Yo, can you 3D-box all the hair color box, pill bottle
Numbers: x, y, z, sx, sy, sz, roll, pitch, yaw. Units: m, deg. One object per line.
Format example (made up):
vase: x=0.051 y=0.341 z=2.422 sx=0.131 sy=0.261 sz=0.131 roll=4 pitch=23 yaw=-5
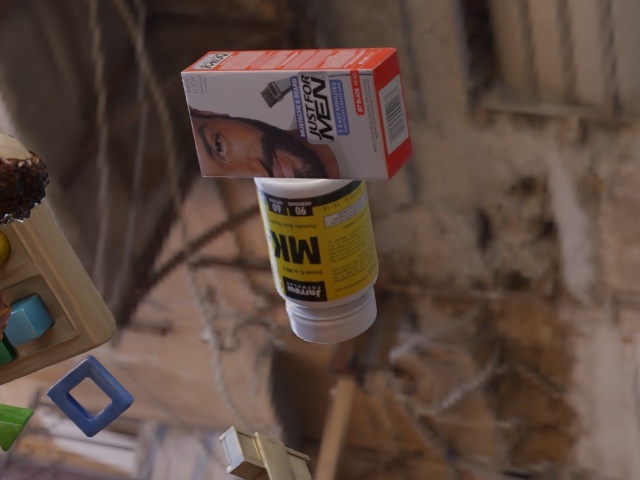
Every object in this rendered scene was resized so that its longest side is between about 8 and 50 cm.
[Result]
hair color box: x=-0.019 y=-0.099 z=1.360 sx=0.053 sy=0.167 sz=0.093 roll=-44 pitch=-51 yaw=-53
pill bottle: x=0.000 y=0.000 z=1.896 sx=0.119 sy=0.119 sz=0.209 roll=-57 pitch=-36 yaw=-51

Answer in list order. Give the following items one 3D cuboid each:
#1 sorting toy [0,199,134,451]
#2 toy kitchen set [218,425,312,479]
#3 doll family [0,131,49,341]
sorting toy: x=-0.313 y=0.050 z=1.589 sx=0.348 sy=0.196 sz=0.047 roll=61 pitch=-158 yaw=-14
toy kitchen set: x=-0.050 y=0.194 z=1.284 sx=0.083 sy=0.075 sz=0.068 roll=28 pitch=-152 yaw=-41
doll family: x=-0.210 y=-0.001 z=0.665 sx=0.163 sy=0.263 sz=0.118 roll=22 pitch=-99 yaw=-39
